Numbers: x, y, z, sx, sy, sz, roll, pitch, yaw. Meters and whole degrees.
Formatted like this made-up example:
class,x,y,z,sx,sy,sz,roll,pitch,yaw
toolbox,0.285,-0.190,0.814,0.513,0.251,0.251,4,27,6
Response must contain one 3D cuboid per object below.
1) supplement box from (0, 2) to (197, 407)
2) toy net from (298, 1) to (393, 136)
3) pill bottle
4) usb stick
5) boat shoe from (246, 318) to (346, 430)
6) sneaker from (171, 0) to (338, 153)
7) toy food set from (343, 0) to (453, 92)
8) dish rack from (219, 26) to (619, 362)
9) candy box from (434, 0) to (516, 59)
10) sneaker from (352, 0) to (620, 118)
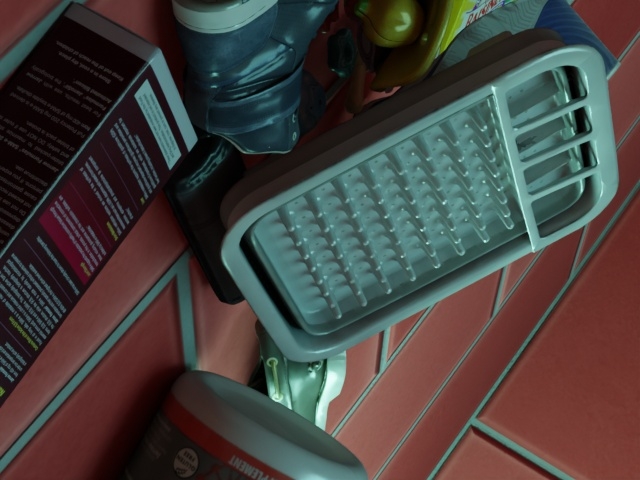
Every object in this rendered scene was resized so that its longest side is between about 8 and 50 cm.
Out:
class,x,y,z,sx,sy,sz,roll,pitch,yaw
supplement box,-0.183,-0.015,0.977,0.239,0.073,0.130,-55,162,-16
toy net,0.013,-0.167,1.341,0.232,0.045,0.122,-37,124,-57
pill bottle,-0.127,0.324,1.462,0.363,0.210,0.210,-61,163,3
usb stick,-0.082,-0.019,1.300,0.077,0.045,0.278,-56,163,-15
boat shoe,-0.038,0.164,1.653,0.305,0.091,0.109,103,-19,-55
sneaker,-0.020,-0.163,1.144,0.226,0.086,0.163,-38,144,-31
toy food set,0.043,-0.213,1.236,0.218,0.071,0.128,-97,-151,-46
dish rack,0.080,-0.041,1.288,0.333,0.072,0.285,-28,150,-1
candy box,0.174,-0.254,1.662,0.206,0.027,0.105,-33,145,-56
sneaker,0.112,-0.119,1.467,0.315,0.127,0.182,-39,-167,4
